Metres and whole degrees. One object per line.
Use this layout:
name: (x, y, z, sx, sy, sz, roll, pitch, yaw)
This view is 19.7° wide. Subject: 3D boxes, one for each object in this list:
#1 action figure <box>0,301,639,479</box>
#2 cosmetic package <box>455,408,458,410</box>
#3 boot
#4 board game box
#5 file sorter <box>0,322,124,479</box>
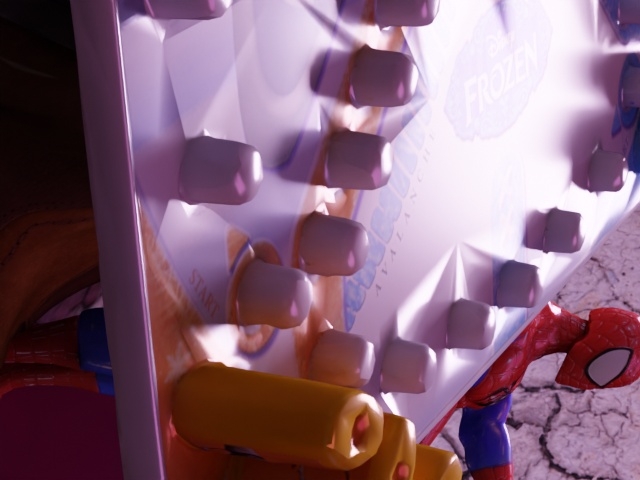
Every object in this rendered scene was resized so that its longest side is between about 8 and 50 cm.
action figure: (-0.004, 0.086, 0.723, 0.091, 0.280, 0.139, 80, 2, -75)
cosmetic package: (0.028, -0.049, 0.796, 0.309, 0.113, 0.160, 100, -6, -67)
boot: (-0.154, 0.027, 0.563, 0.280, 0.096, 0.264, -48, 176, 0)
board game box: (0.059, -0.145, 0.487, 0.390, 0.050, 0.390, -38, 130, -54)
file sorter: (-0.126, 0.217, 0.854, 0.290, 0.202, 0.182, -54, 172, -4)
